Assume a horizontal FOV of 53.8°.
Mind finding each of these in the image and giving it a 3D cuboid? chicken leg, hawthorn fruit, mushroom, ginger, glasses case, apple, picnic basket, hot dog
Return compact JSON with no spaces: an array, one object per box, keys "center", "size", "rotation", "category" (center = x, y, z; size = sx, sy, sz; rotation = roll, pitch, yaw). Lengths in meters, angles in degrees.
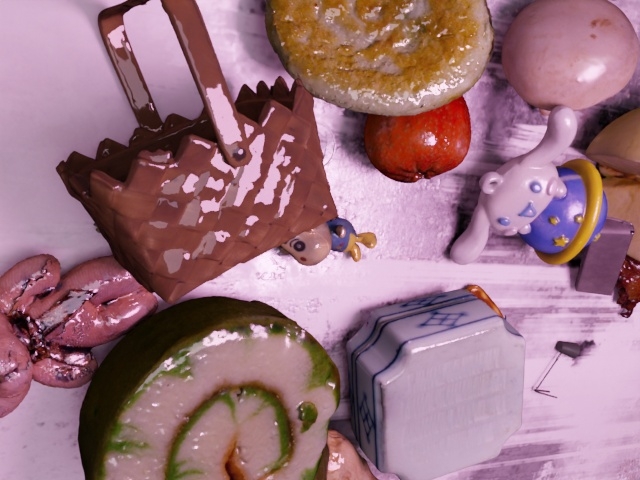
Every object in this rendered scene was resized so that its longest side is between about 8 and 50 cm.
[{"center":[0.711,0.088,1.319],"size":[0.322,0.083,0.177],"rotation":[6,111,-25],"category":"chicken leg"},{"center":[0.145,-0.184,0.938],"size":[0.157,0.157,0.194],"rotation":[12,77,-27],"category":"hawthorn fruit"},{"center":[0.389,-0.282,1.008],"size":[0.204,0.204,0.204],"rotation":[-7,108,-23],"category":"mushroom"},{"center":[0.048,0.466,1.086],"size":[0.190,0.126,0.354],"rotation":[-24,115,-11],"category":"ginger"},{"center":[0.526,0.034,1.175],"size":[0.191,0.072,0.042],"rotation":[78,31,-49],"category":"glasses case"},{"center":[0.626,-0.116,1.112],"size":[0.233,0.258,0.295],"rotation":[-38,120,-12],"category":"apple"},{"center":[-0.160,-0.121,0.742],"size":[0.291,0.254,0.321],"rotation":[-28,115,-24],"category":"picnic basket"},{"center":[0.295,0.125,1.154],"size":[0.049,0.037,0.122],"rotation":[-51,118,-20],"category":"hot dog"}]

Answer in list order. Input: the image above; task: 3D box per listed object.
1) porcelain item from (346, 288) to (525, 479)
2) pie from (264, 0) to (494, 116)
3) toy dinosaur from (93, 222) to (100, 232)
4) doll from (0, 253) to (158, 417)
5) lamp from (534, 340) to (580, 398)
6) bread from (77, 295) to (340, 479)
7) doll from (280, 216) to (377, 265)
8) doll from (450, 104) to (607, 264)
[{"center":[0.191,0.239,1.061],"size":[0.285,0.157,0.281],"rotation":[-13,112,-16],"category":"porcelain item"},{"center":[0.072,-0.308,0.840],"size":[0.323,0.070,0.323],"rotation":[1,83,-6],"category":"pie"},{"center":[-0.260,-0.021,0.859],"size":[0.119,0.029,0.060],"rotation":[40,69,-31],"category":"toy dinosaur"},{"center":[-0.344,0.119,0.790],"size":[0.303,0.156,0.201],"rotation":[-25,112,-22],"category":"doll"},{"center":[0.478,0.257,1.280],"size":[0.054,0.041,0.121],"rotation":[20,93,-20],"category":"lamp"},{"center":[-0.151,0.266,0.904],"size":[0.382,0.129,0.366],"rotation":[-28,122,-22],"category":"bread"},{"center":[0.000,0.000,0.955],"size":[0.179,0.102,0.089],"rotation":[13,56,-24],"category":"doll"},{"center":[0.375,-0.094,1.053],"size":[0.242,0.160,0.311],"rotation":[12,131,-2],"category":"doll"}]
